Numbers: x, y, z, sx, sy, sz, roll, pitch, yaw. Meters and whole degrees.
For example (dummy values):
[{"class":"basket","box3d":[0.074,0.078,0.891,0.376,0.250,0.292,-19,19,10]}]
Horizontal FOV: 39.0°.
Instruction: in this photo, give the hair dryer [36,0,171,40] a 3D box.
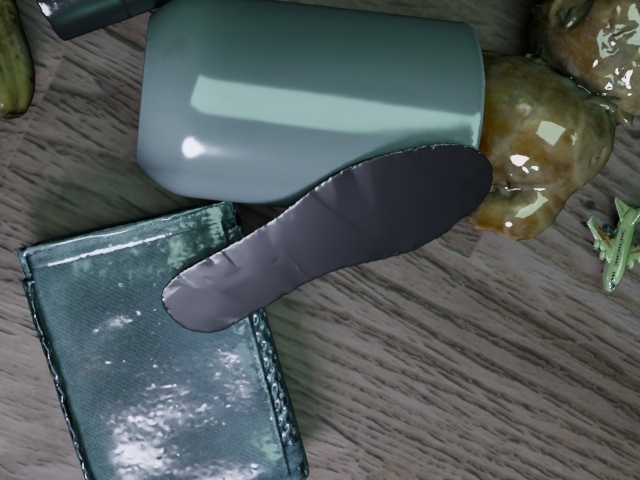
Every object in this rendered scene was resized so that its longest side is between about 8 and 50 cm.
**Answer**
[{"class":"hair dryer","box3d":[-0.188,-0.367,0.832,0.244,0.116,0.302,-22,114,-2]}]

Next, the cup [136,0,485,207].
[{"class":"cup","box3d":[-0.017,-0.132,0.887,0.312,0.205,0.205,6,97,-11]}]

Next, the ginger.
[{"class":"ginger","box3d":[0.260,-0.174,0.960,0.256,0.176,0.375,32,93,4]}]

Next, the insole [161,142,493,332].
[{"class":"insole","box3d":[0.000,0.000,0.860,0.348,0.009,0.119,-28,125,16]}]

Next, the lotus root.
[{"class":"lotus root","box3d":[-0.334,-0.202,0.877,0.089,0.081,0.179,-32,113,-47]}]

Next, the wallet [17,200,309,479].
[{"class":"wallet","box3d":[-0.163,0.138,0.969,0.237,0.075,0.342,-15,103,-2]}]

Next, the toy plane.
[{"class":"toy plane","box3d":[0.352,0.006,1.063,0.102,0.040,0.111,16,96,-11]}]
